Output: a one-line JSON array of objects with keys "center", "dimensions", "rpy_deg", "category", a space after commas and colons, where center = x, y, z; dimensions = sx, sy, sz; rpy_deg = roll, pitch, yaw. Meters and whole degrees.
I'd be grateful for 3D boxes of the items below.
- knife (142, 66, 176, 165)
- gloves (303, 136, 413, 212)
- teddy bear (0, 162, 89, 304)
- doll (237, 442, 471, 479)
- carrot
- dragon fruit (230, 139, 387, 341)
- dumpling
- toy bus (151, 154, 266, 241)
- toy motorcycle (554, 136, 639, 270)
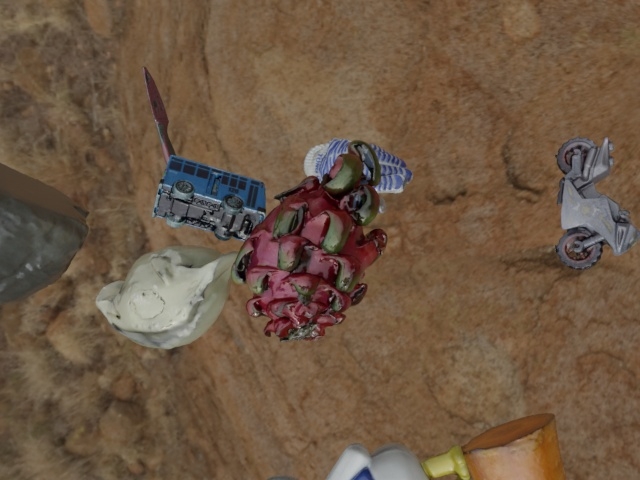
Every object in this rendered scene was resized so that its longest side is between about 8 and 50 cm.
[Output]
[{"center": [-0.318, -0.232, 1.408], "dimensions": [0.018, 0.035, 0.247], "rpy_deg": [8, 120, 35], "category": "knife"}, {"center": [0.058, -0.114, 1.185], "dimensions": [0.229, 0.097, 0.119], "rpy_deg": [12, 114, 42], "category": "gloves"}, {"center": [-0.292, 0.032, 0.468], "dimensions": [0.144, 0.171, 0.251], "rpy_deg": [30, 76, 37], "category": "teddy bear"}, {"center": [0.012, 0.281, 0.713], "dimensions": [0.293, 0.119, 0.138], "rpy_deg": [-16, 108, 5], "category": "doll"}, {"center": [0.326, 0.405, 1.097], "dimensions": [0.159, 0.159, 0.225], "rpy_deg": [-22, 79, 34], "category": "carrot"}, {"center": [0.002, 0.009, 0.969], "dimensions": [0.273, 0.218, 0.198], "rpy_deg": [-45, 62, 19], "category": "dragon fruit"}, {"center": [-0.254, 0.105, 1.317], "dimensions": [0.318, 0.243, 0.187], "rpy_deg": [-16, 81, 25], "category": "dumpling"}, {"center": [-0.186, -0.071, 1.202], "dimensions": [0.185, 0.106, 0.090], "rpy_deg": [16, 133, -11], "category": "toy bus"}, {"center": [0.423, -0.062, 1.065], "dimensions": [0.122, 0.080, 0.215], "rpy_deg": [-3, 74, 28], "category": "toy motorcycle"}]
